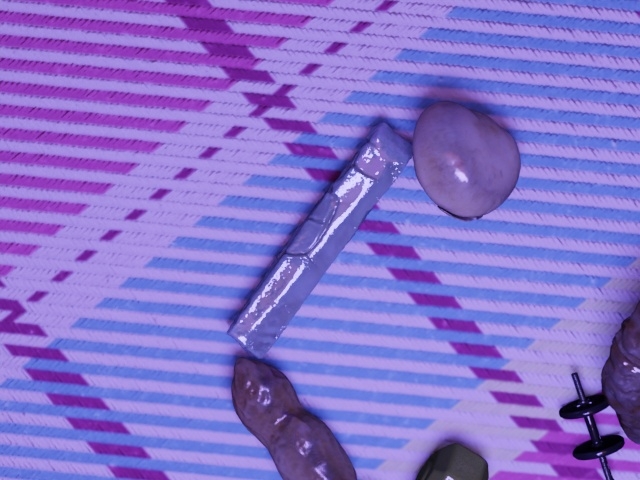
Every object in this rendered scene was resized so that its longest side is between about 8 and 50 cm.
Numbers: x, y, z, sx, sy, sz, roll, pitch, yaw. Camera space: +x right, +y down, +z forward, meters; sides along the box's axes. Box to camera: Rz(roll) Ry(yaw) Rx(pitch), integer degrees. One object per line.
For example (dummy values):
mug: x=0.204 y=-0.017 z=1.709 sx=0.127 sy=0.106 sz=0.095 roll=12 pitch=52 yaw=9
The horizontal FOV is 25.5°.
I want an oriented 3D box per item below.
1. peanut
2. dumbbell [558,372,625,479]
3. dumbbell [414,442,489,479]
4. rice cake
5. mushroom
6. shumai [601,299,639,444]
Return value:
peanut: x=-0.038 y=0.242 z=1.787 sx=0.086 sy=0.104 sz=0.228 roll=-38 pitch=90 yaw=-21
dumbbell: x=0.345 y=0.237 z=1.793 sx=0.069 sy=0.069 sz=0.147 roll=-18 pitch=94 yaw=3
dumbbell: x=0.255 y=0.374 z=1.788 sx=0.302 sy=0.121 sz=0.108 roll=31 pitch=66 yaw=-1
rice cake: x=0.000 y=0.000 z=1.784 sx=0.066 sy=0.063 sz=0.336 roll=35 pitch=94 yaw=-10
mushroom: x=0.172 y=-0.099 z=1.743 sx=0.154 sy=0.122 sz=0.154 roll=14 pitch=66 yaw=-34
shumai: x=0.478 y=0.097 z=1.732 sx=0.267 sy=0.262 sz=0.314 roll=23 pitch=139 yaw=-11
